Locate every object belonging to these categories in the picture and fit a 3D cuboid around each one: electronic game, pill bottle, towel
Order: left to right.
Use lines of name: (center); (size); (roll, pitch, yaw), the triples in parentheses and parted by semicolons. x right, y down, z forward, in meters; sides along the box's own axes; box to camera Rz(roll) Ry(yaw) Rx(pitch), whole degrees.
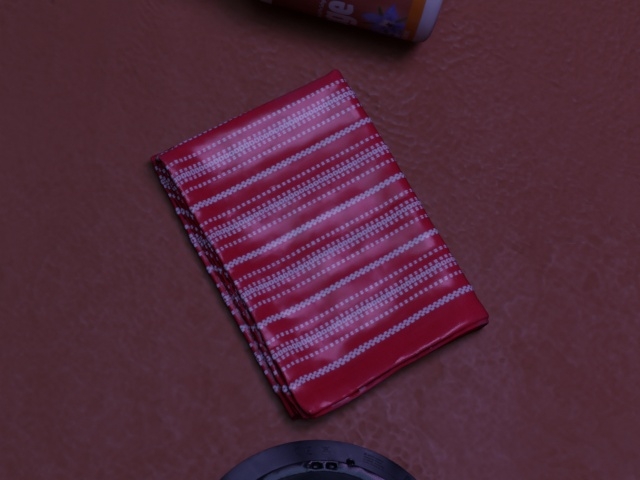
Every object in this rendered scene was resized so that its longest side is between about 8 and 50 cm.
electronic game: (0.000, 0.271, 1.266); (0.229, 0.048, 0.229); (2, 70, -6)
towel: (0.000, 0.000, 1.375); (0.199, 0.031, 0.275); (-26, 75, -16)
pill bottle: (0.007, -0.259, 1.422); (0.216, 0.121, 0.121); (15, 69, -2)
